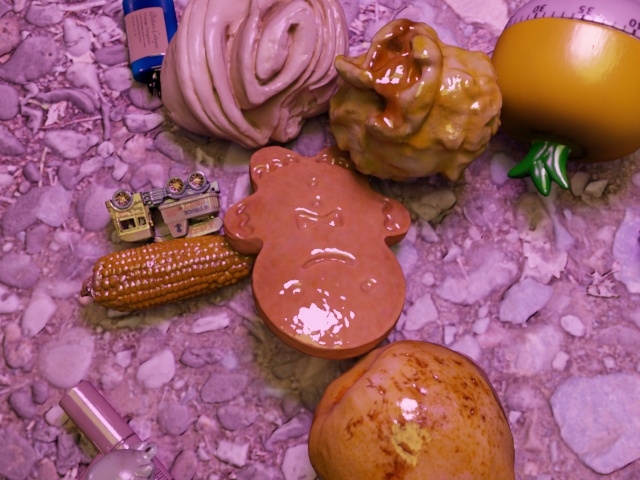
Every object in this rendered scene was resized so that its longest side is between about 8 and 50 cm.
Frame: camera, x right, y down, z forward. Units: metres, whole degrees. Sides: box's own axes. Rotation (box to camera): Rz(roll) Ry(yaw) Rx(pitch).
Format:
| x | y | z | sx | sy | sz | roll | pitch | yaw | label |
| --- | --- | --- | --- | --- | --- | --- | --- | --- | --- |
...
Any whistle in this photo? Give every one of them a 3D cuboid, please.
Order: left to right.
| x | y | z | sx | sy | sz | roll | pitch | yaw | label |
| --- | --- | --- | --- | --- | --- | --- | --- | --- | --- |
| -0.289 | 0.352 | 0.816 | 0.244 | 0.110 | 0.092 | -49 | 117 | -6 | whistle |

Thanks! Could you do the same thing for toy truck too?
| x | y | z | sx | sy | sz | roll | pitch | yaw | label |
| --- | --- | --- | --- | --- | --- | --- | --- | --- | --- |
| -0.230 | -0.040 | 0.984 | 0.169 | 0.077 | 0.100 | -15 | 89 | -8 | toy truck |

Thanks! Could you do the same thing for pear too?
| x | y | z | sx | sy | sz | roll | pitch | yaw | label |
| --- | --- | --- | --- | --- | --- | --- | --- | --- | --- |
| 0.118 | 0.260 | 0.812 | 0.271 | 0.271 | 0.271 | 0 | 75 | 0 | pear |

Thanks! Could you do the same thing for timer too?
| x | y | z | sx | sy | sz | roll | pitch | yaw | label |
| --- | --- | --- | --- | --- | --- | --- | --- | --- | --- |
| 0.357 | -0.191 | 0.940 | 0.285 | 0.285 | 0.285 | 0 | 75 | 0 | timer |

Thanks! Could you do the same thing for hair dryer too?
| x | y | z | sx | sy | sz | roll | pitch | yaw | label |
| --- | --- | --- | --- | --- | --- | --- | --- | --- | --- |
| -0.345 | 0.338 | 0.897 | 0.220 | 0.053 | 0.195 | -43 | 80 | -4 | hair dryer |

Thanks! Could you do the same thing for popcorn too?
| x | y | z | sx | sy | sz | roll | pitch | yaw | label |
| --- | --- | --- | --- | --- | --- | --- | --- | --- | --- |
| 0.135 | -0.182 | 0.922 | 0.256 | 0.255 | 0.194 | -2 | 51 | 35 | popcorn |

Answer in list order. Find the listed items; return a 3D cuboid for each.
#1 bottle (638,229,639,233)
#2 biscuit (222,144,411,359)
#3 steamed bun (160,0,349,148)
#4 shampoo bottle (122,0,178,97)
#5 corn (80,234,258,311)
| x | y | z | sx | sy | sz | roll | pitch | yaw | label |
| --- | --- | --- | --- | --- | --- | --- | --- | --- | --- |
| 0.596 | 0.001 | 0.947 | 0.237 | 0.147 | 0.147 | 3 | 75 | 8 | bottle |
| 0.001 | -0.002 | 0.922 | 0.275 | 0.052 | 0.354 | 0 | 54 | -9 | biscuit |
| -0.099 | -0.293 | 0.983 | 0.289 | 0.203 | 0.275 | -1 | 71 | 1 | steamed bun |
| -0.274 | -0.323 | 1.070 | 0.087 | 0.050 | 0.182 | -11 | 75 | -6 | shampoo bottle |
| -0.219 | 0.044 | 0.950 | 0.262 | 0.097 | 0.097 | -13 | 75 | -7 | corn |
